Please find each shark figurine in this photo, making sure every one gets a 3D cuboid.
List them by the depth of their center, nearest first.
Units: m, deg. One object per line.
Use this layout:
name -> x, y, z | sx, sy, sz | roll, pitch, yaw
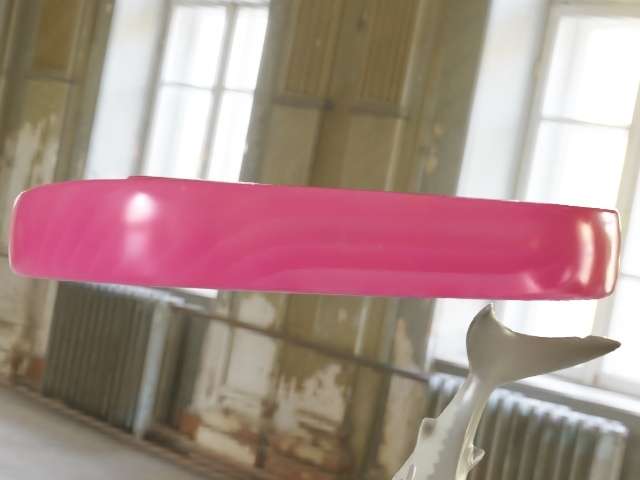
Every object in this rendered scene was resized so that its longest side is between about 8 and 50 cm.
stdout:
shark figurine -> 0.080, 0.176, 0.709 | 0.116, 0.278, 0.166 | 30, -39, 0

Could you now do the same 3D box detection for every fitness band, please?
fitness band -> 0.000, 0.000, 0.589 | 0.291, 0.054, 0.209 | 2, 3, -21
